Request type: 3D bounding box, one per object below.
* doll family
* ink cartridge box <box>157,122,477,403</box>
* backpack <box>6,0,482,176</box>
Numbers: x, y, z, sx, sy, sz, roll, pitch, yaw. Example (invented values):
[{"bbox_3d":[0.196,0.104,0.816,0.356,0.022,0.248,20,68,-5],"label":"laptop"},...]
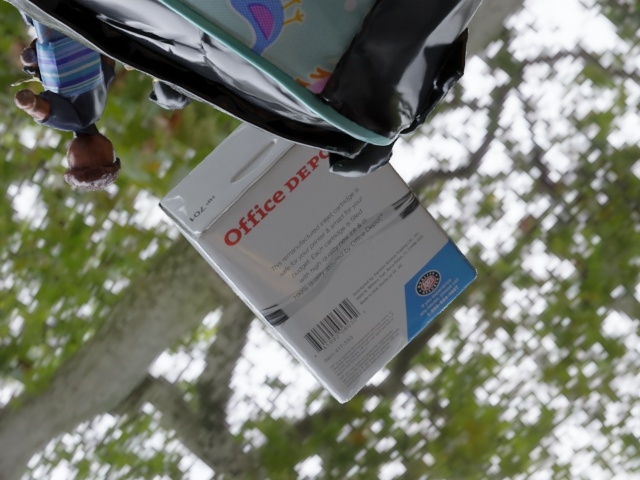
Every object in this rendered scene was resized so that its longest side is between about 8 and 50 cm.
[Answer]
[{"bbox_3d":[-0.091,-0.095,0.795,0.076,0.111,0.193,8,-155,31],"label":"doll family"},{"bbox_3d":[0.000,0.000,1.278,0.139,0.082,0.190,-43,-58,-5],"label":"ink cartridge box"},{"bbox_3d":[-0.048,-0.119,0.425,0.188,0.144,0.166,23,-170,-17],"label":"backpack"}]
